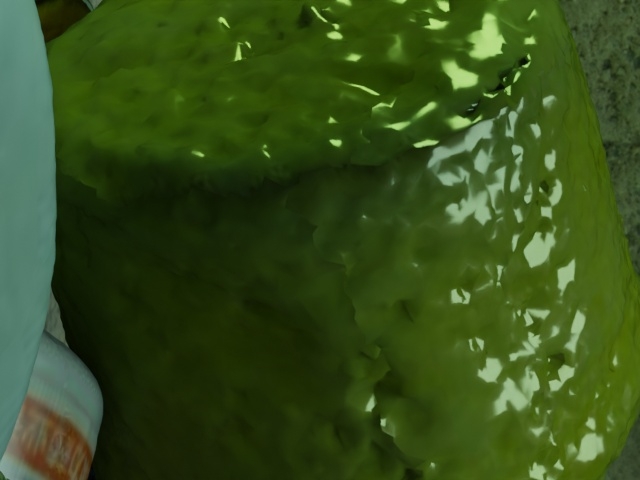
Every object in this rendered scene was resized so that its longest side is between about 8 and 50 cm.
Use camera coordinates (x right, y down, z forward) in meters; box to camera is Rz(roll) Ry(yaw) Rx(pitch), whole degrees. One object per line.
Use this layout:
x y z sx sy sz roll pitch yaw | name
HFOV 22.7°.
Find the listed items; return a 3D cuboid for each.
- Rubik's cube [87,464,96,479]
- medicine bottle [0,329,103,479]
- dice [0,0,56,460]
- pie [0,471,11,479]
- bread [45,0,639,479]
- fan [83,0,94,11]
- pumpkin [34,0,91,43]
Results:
-0.066 0.294 1.158 0.318 0.316 0.313 -45 142 -88 | Rubik's cube
-0.250 0.211 0.752 0.211 0.211 0.371 69 31 -59 | medicine bottle
-0.259 -0.010 0.533 0.268 0.262 0.265 -48 143 -61 | dice
-0.214 0.156 0.584 0.274 0.257 0.105 -22 135 -44 | pie
0.000 0.000 0.901 0.348 0.348 0.308 -68 150 -42 | bread
-0.180 -0.175 1.202 0.056 0.004 0.083 43 56 -70 | fan
-0.217 -0.110 0.888 0.248 0.131 0.126 48 59 -76 | pumpkin
